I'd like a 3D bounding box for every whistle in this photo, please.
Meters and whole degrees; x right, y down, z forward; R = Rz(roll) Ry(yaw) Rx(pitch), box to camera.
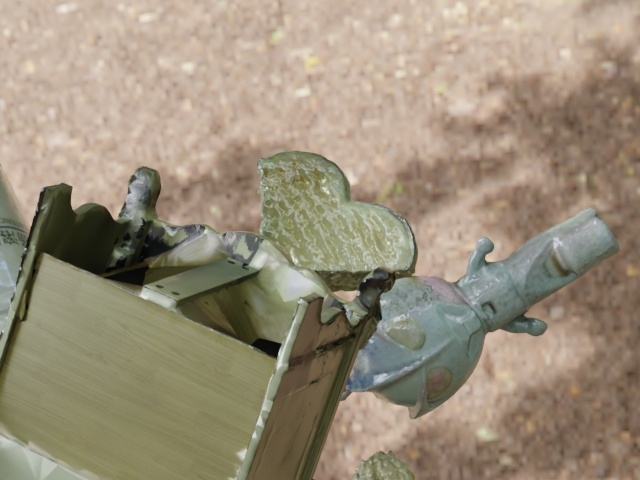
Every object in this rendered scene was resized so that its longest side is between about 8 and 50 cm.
[{"bbox_3d":[0.155,0.075,1.728,0.346,0.142,0.134,-32,-8,4],"label":"whistle"}]

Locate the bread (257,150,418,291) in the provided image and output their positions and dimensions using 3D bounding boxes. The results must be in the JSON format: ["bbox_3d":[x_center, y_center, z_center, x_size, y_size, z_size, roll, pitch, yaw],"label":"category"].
[{"bbox_3d":[0.000,0.000,1.915,0.232,0.064,0.172,37,72,18],"label":"bread"}]

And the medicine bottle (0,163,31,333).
[{"bbox_3d":[-0.378,0.064,1.737,0.190,0.190,0.332,-21,61,-18],"label":"medicine bottle"}]

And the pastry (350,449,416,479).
[{"bbox_3d":[0.078,0.341,1.885,0.089,0.258,0.121,-8,59,-8],"label":"pastry"}]

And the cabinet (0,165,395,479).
[{"bbox_3d":[-0.134,0.132,1.478,0.290,0.318,0.227,23,13,18],"label":"cabinet"}]
